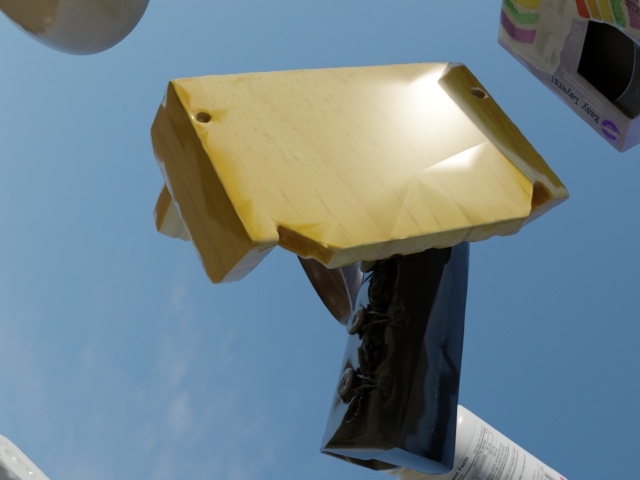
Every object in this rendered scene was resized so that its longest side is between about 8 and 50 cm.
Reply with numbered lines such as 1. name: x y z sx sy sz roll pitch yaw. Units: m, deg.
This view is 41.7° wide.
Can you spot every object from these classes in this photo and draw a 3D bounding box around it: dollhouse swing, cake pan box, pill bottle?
1. dollhouse swing: 0.005 -0.020 0.936 0.315 0.347 0.305 61 -33 34
2. cake pan box: 0.329 -0.267 1.021 0.267 0.070 0.246 53 -12 29
3. pill bottle: 0.215 0.345 1.241 0.283 0.160 0.160 35 -55 -1

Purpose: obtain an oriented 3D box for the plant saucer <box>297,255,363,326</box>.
1. plant saucer: 0.000 0.000 1.453 0.310 0.050 0.310 59 -13 22

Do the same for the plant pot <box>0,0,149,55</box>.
1. plant pot: -0.434 -0.452 1.338 0.284 0.191 0.284 1 -86 18

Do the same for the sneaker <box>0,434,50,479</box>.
1. sneaker: -0.465 0.456 1.194 0.323 0.236 0.130 54 -7 -13

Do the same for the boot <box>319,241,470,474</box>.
1. boot: 0.084 0.085 1.145 0.367 0.146 0.445 140 -39 -66
